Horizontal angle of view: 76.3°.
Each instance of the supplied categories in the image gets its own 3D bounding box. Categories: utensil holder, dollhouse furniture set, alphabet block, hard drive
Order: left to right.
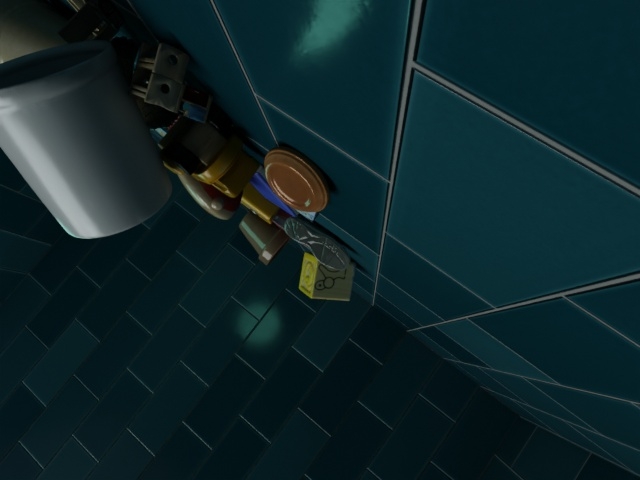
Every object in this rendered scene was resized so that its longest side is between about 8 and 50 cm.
[{"bbox_3d":[-0.643,-0.570,1.085,0.151,0.123,0.144,36,172,18],"label":"dollhouse furniture set"},{"bbox_3d":[-0.592,-0.244,1.013,0.327,0.327,0.385,32,146,40],"label":"utensil holder"},{"bbox_3d":[-0.321,-0.362,0.951,0.183,0.129,0.129,11,-166,-44],"label":"dollhouse furniture set"},{"bbox_3d":[-0.220,-0.220,1.559,0.210,0.040,0.319,34,172,32],"label":"hard drive"},{"bbox_3d":[0.030,0.166,1.908,0.197,0.192,0.193,8,-177,-21],"label":"alphabet block"}]

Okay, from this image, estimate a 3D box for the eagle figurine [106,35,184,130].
[{"bbox_3d":[-0.540,-0.427,1.182,0.298,0.226,0.225,11,113,61],"label":"eagle figurine"}]

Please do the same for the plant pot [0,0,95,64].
[{"bbox_3d":[-0.875,-0.611,1.370,0.305,0.334,0.334,25,170,12],"label":"plant pot"}]

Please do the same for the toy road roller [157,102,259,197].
[{"bbox_3d":[-0.338,-0.258,1.242,0.240,0.202,0.329,42,170,-32],"label":"toy road roller"}]

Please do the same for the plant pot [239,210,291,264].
[{"bbox_3d":[-0.259,-0.051,1.969,0.229,0.263,0.263,41,173,0],"label":"plant pot"}]

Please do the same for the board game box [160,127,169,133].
[{"bbox_3d":[-0.717,-0.529,1.905,0.336,0.079,0.254,40,173,-16],"label":"board game box"}]

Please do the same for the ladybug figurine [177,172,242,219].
[{"bbox_3d":[-0.406,-0.248,1.509,0.305,0.162,0.449,48,-176,-46],"label":"ladybug figurine"}]

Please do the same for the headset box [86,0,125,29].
[{"bbox_3d":[-0.509,-0.544,0.960,0.062,0.032,0.083,37,174,13],"label":"headset box"}]

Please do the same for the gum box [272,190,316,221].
[{"bbox_3d":[-0.063,-0.141,1.139,0.157,0.041,0.184,37,162,4],"label":"gum box"}]

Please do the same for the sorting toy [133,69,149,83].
[{"bbox_3d":[-0.628,-0.575,1.430,0.083,0.012,0.062,37,179,-20],"label":"sorting toy"}]

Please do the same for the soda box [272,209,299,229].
[{"bbox_3d":[-0.079,-0.040,1.799,0.263,0.092,0.083,36,174,12],"label":"soda box"}]

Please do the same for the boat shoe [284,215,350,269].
[{"bbox_3d":[-0.002,0.001,1.682,0.320,0.118,0.103,33,-151,15],"label":"boat shoe"}]

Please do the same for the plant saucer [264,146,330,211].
[{"bbox_3d":[-0.067,-0.144,1.029,0.200,0.037,0.200,29,150,19],"label":"plant saucer"}]

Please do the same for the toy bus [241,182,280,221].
[{"bbox_3d":[-0.324,-0.214,1.836,0.332,0.108,0.130,37,173,7],"label":"toy bus"}]

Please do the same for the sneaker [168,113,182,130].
[{"bbox_3d":[-0.569,-0.475,1.584,0.225,0.088,0.093,36,-159,-23],"label":"sneaker"}]
